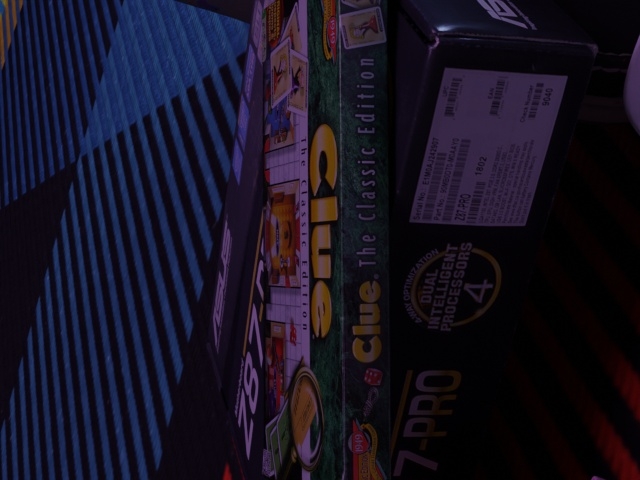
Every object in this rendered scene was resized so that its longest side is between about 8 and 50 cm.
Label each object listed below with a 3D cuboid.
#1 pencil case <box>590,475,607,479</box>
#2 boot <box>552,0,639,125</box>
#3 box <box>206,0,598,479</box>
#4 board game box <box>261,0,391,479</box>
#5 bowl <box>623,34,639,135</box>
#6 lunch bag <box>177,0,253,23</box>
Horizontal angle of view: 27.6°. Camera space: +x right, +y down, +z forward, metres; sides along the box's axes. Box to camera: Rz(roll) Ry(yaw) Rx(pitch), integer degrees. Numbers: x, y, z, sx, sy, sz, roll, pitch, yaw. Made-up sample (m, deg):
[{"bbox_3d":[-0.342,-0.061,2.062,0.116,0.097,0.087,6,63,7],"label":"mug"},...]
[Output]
[{"bbox_3d":[0.093,0.214,0.514,0.124,0.124,0.284,-53,5,28],"label":"pencil case"},{"bbox_3d":[0.162,-0.282,0.717,0.284,0.138,0.377,97,-178,-54],"label":"boot"},{"bbox_3d":[0.020,-0.003,0.795,0.318,0.097,0.395,-112,28,-55],"label":"box"},{"bbox_3d":[0.000,0.000,0.658,0.136,0.030,0.260,176,94,-69],"label":"board game box"},{"bbox_3d":[0.210,-0.085,0.580,0.142,0.053,0.142,54,132,47],"label":"bowl"},{"bbox_3d":[-0.056,-0.345,1.202,0.108,0.224,0.279,-17,61,63],"label":"lunch bag"}]
